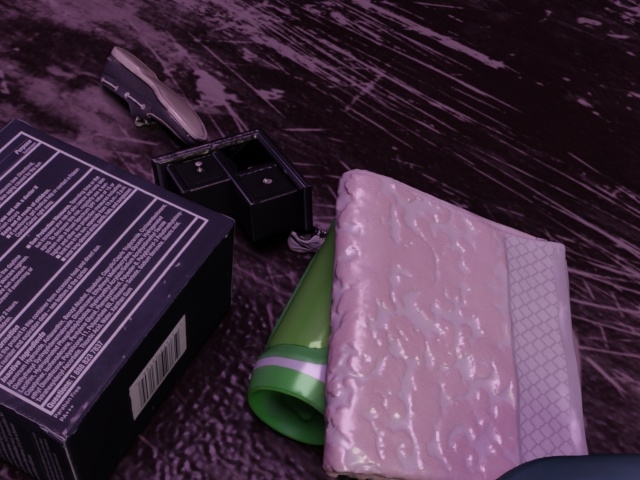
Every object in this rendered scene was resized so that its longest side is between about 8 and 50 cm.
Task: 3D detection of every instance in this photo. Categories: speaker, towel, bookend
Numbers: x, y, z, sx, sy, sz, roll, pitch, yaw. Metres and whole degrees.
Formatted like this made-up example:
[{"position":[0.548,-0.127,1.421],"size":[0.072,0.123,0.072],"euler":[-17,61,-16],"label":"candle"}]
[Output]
[{"position":[0.028,0.080,0.933],"size":[0.131,0.131,0.296],"euler":[22,54,10],"label":"speaker"},{"position":[0.152,0.108,0.879],"size":[0.317,0.053,0.331],"euler":[17,58,-22],"label":"towel"},{"position":[-0.113,-0.060,1.032],"size":[0.157,0.072,0.156],"euler":[-18,42,-19],"label":"bookend"}]

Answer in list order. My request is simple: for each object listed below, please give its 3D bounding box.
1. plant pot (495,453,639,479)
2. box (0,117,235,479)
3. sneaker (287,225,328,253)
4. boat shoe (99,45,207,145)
[{"position":[0.282,0.312,0.669],"size":[0.293,0.235,0.293],"euler":[6,67,-14],"label":"plant pot"},{"position":[-0.291,0.065,0.871],"size":[0.294,0.182,0.296],"euler":[26,53,11],"label":"box"},{"position":[0.000,0.000,1.045],"size":[0.083,0.037,0.032],"euler":[3,51,-6],"label":"sneaker"},{"position":[-0.242,-0.193,1.162],"size":[0.206,0.075,0.065],"euler":[45,104,18],"label":"boat shoe"}]
